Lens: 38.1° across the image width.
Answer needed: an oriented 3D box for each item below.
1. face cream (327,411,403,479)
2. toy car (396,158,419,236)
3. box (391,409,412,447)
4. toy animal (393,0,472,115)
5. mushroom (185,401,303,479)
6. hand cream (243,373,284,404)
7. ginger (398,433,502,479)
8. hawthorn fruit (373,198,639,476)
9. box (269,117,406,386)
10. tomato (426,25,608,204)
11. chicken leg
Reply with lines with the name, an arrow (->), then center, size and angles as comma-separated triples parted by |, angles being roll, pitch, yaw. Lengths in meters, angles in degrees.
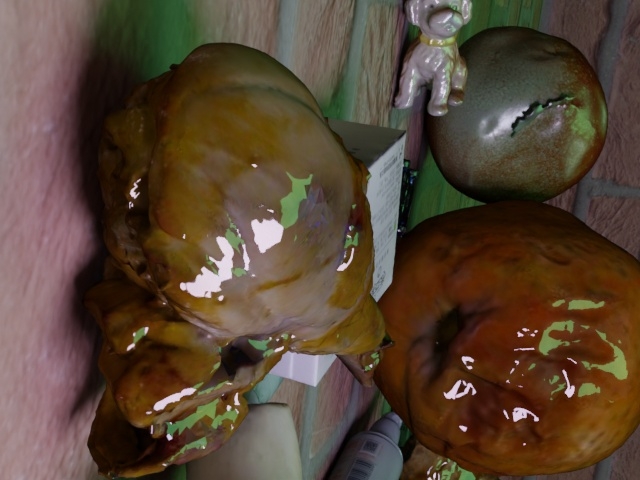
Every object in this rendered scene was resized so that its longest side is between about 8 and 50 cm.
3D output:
face cream -> 0.077, 0.357, 1.458 | 0.251, 0.101, 0.101 | -52, 148, -56
toy car -> 0.094, -0.063, 1.308 | 0.216, 0.063, 0.103 | 15, 87, -79
box -> 0.156, 0.393, 1.831 | 0.055, 0.040, 0.218 | -34, 133, -68
toy animal -> 0.176, -0.299, 1.360 | 0.184, 0.104, 0.185 | -51, 143, -53
mushroom -> -0.070, 0.287, 0.741 | 0.314, 0.314, 0.336 | 78, 3, -52
hand cream -> -0.050, 0.125, 0.997 | 0.078, 0.050, 0.205 | -58, 174, 26
ginger -> 0.212, 0.465, 1.673 | 0.357, 0.274, 0.152 | -51, -163, 52
hawthorn fruit -> 0.282, 0.160, 1.424 | 0.472, 0.472, 0.471 | 11, 90, -73
box -> 0.000, 0.000, 0.970 | 0.260, 0.111, 0.194 | -48, 145, -61
tomato -> 0.322, -0.214, 1.539 | 0.239, 0.304, 0.303 | 60, 44, -57
chicken leg -> -0.057, 0.057, 0.702 | 0.295, 0.182, 0.409 | -61, 150, -12
